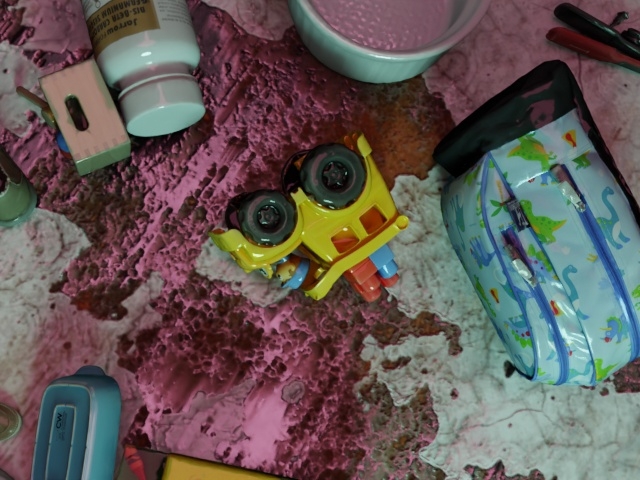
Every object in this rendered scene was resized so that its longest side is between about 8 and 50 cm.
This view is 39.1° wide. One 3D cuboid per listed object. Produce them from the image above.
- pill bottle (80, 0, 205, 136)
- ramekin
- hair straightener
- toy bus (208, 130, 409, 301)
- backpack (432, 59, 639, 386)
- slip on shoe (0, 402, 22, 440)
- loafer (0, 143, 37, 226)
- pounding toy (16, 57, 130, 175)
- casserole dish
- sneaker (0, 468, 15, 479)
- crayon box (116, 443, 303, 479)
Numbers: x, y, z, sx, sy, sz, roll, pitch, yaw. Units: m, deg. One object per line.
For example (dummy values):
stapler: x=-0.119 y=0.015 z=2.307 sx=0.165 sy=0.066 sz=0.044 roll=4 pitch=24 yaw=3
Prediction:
pill bottle: x=-0.224 y=-0.257 z=1.140 sx=0.131 sy=0.131 sz=0.229 roll=-15 pitch=80 yaw=-11
ramekin: x=0.083 y=-0.346 z=1.202 sx=0.277 sy=0.135 sz=0.277 roll=1 pitch=78 yaw=-7
hair straightener: x=0.439 y=-0.290 z=1.285 sx=0.230 sy=0.047 sz=0.089 roll=19 pitch=77 yaw=-4
toy bus: x=0.000 y=0.000 z=1.127 sx=0.220 sy=0.149 sz=0.211 roll=-35 pitch=101 yaw=-11
backpack: x=0.281 y=0.000 z=1.104 sx=0.273 sy=0.290 sz=0.355 roll=-41 pitch=93 yaw=-5
slip on shoe: x=-0.423 y=0.206 z=1.062 sx=0.135 sy=0.041 sz=0.051 roll=17 pitch=76 yaw=-4
loafer: x=-0.447 y=-0.128 z=1.104 sx=0.251 sy=0.087 sz=0.094 roll=44 pitch=76 yaw=2
pounding toy: x=-0.310 y=-0.157 z=1.119 sx=0.100 sy=0.130 sz=0.141 roll=-24 pitch=91 yaw=-13
casserole dish: x=-0.289 y=0.238 z=1.045 sx=0.114 sy=0.037 sz=0.189 roll=-3 pitch=74 yaw=31
sneaker: x=-0.485 y=0.266 z=0.985 sx=0.365 sy=0.150 sz=0.135 roll=27 pitch=77 yaw=-2
crayon box: x=-0.087 y=0.357 z=0.996 sx=0.318 sy=0.081 sz=0.202 roll=13 pitch=77 yaw=-6
